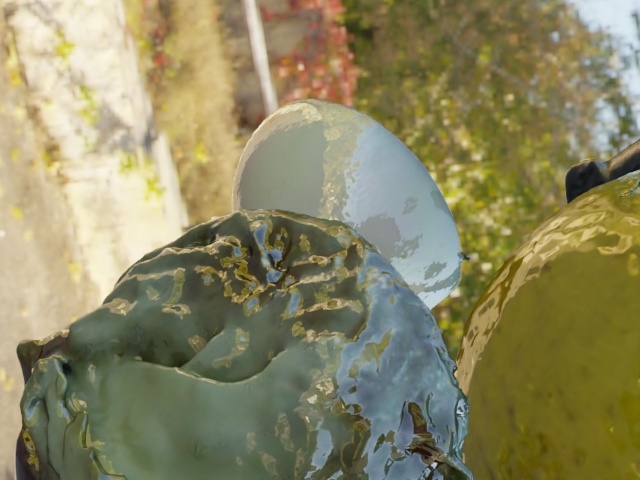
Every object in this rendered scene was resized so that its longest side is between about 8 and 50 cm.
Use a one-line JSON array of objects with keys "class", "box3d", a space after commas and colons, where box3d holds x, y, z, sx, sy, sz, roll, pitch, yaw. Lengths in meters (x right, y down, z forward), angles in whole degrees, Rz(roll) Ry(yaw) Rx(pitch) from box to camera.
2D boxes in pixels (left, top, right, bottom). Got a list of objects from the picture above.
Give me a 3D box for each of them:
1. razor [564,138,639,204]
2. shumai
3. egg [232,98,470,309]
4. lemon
[{"class": "razor", "box3d": [0.417, -0.076, 1.309, 0.327, 0.189, 0.107, -24, -113, 49]}, {"class": "shumai", "box3d": [-0.043, 0.079, 0.478, 0.142, 0.184, 0.184, -30, 119, -43]}, {"class": "egg", "box3d": [-0.005, -0.014, 1.244, 0.162, 0.271, 0.206, -44, 151, -28]}, {"class": "lemon", "box3d": [0.254, 0.132, 0.844, 0.350, 0.349, 0.387, -87, -158, -64]}]
